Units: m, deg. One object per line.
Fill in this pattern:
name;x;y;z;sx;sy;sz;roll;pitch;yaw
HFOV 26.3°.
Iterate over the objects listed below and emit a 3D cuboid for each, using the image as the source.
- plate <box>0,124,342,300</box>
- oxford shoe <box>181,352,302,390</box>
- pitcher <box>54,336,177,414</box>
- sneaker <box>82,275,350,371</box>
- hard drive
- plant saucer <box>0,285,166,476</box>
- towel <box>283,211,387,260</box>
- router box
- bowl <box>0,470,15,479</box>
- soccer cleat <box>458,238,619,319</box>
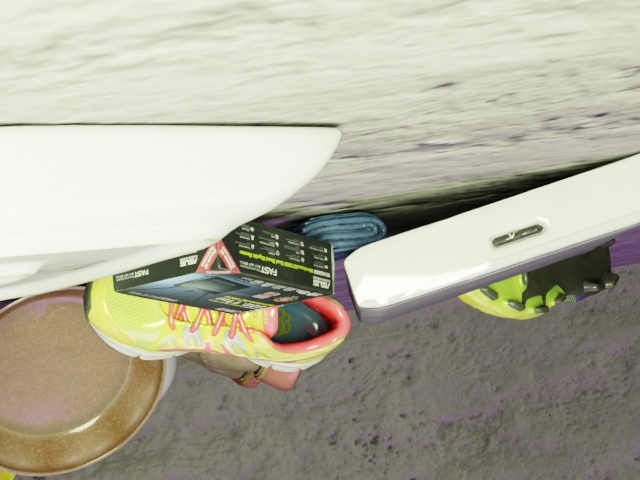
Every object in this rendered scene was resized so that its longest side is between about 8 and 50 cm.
plate;-0.172;0.001;0.604;0.278;0.045;0.277;-5;173;-44
oxford shoe;-0.090;0.062;1.258;0.130;0.123;0.348;18;171;-9
pitcher;-0.236;0.142;1.379;0.125;0.177;0.207;30;-176;16
sneaker;-0.070;0.048;1.013;0.208;0.081;0.094;8;167;-27
hard drive;0.135;0.008;1.079;0.233;0.047;0.353;-19;175;0
plant saucer;-0.239;0.122;1.238;0.199;0.198;0.036;-7;-151;-24
towel;0.000;0.000;1.003;0.067;0.029;0.119;-8;174;-20
router box;-0.063;0.018;0.903;0.092;0.038;0.122;-13;162;36
bowl;-0.479;0.207;1.518;0.289;0.289;0.156;-12;133;27
soccer cleat;0.197;0.032;1.403;0.121;0.093;0.289;-5;179;39
